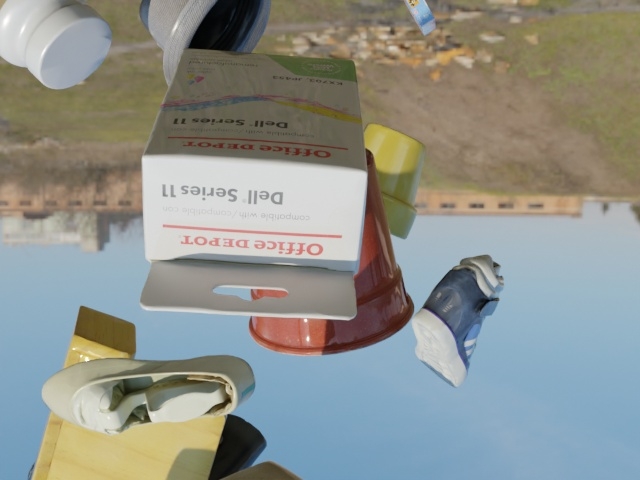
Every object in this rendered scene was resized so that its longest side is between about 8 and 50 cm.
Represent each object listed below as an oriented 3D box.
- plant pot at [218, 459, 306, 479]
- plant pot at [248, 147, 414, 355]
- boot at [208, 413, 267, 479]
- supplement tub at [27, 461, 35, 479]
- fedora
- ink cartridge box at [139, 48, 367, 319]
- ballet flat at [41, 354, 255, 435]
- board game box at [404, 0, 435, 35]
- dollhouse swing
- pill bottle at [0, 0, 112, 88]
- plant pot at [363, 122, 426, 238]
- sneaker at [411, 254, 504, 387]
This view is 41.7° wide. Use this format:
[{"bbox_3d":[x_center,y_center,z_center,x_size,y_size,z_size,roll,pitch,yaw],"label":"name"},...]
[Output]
[{"bbox_3d":[-0.081,0.362,0.943,0.284,0.191,0.284,-23,167,-6],"label":"plant pot"},{"bbox_3d":[0.000,0.000,1.318,0.272,0.265,0.272,-7,-159,3],"label":"plant pot"},{"bbox_3d":[-0.224,0.546,1.678,0.367,0.146,0.445,24,-149,11],"label":"boot"},{"bbox_3d":[-0.605,0.677,2.050,0.193,0.193,0.316,-1,-143,-24],"label":"supplement tub"},{"bbox_3d":[-0.193,-0.356,1.320,0.124,0.244,0.275,38,-177,7],"label":"fedora"},{"bbox_3d":[-0.060,-0.074,0.843,0.207,0.119,0.353,3,-147,-3],"label":"ink cartridge box"},{"bbox_3d":[-0.196,0.172,0.918,0.248,0.086,0.086,-9,-177,6],"label":"ballet flat"},{"bbox_3d":[0.190,-0.565,1.865,0.039,0.211,0.160,-29,-179,11],"label":"board game box"},{"bbox_3d":[-0.368,0.353,1.621,0.305,0.347,0.315,15,-174,-15],"label":"dollhouse swing"},{"bbox_3d":[-0.430,-0.345,1.195,0.264,0.153,0.153,43,-162,14],"label":"pill bottle"},{"bbox_3d":[0.146,-0.158,2.123,0.254,0.239,0.254,22,-178,-1],"label":"plant pot"},{"bbox_3d":[0.310,0.158,1.750,0.130,0.236,0.323,36,164,29],"label":"sneaker"}]
